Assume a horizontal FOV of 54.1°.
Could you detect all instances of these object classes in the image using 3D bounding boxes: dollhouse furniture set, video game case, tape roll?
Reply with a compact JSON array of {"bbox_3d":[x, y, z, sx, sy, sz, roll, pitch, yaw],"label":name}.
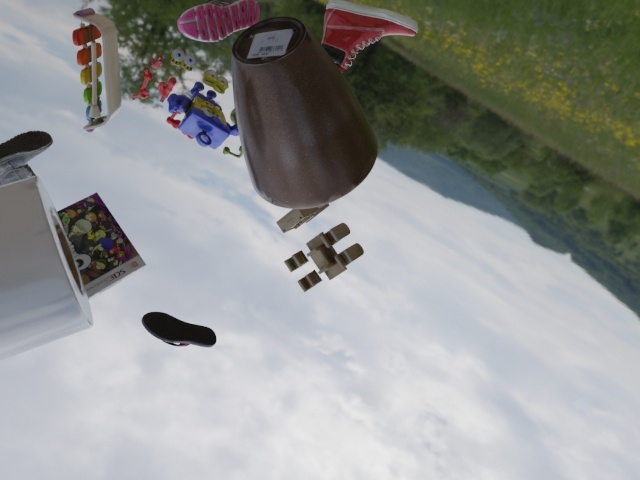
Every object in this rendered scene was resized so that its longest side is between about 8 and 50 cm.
[{"bbox_3d":[0.000,0.000,1.956,0.242,0.212,0.161,57,-148,3],"label":"dollhouse furniture set"},{"bbox_3d":[-0.590,0.023,1.569,0.210,0.042,0.232,-33,-92,-32],"label":"video game case"},{"bbox_3d":[-0.456,0.044,0.920,0.169,0.246,0.246,-19,-145,-17],"label":"tape roll"}]

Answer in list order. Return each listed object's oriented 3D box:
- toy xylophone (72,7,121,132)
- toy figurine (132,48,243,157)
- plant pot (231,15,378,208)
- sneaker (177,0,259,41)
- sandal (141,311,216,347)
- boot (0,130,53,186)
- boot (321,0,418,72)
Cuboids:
[{"bbox_3d":[-0.595,-0.445,1.658,0.081,0.323,0.236,3,-163,-3],"label":"toy xylophone"},{"bbox_3d":[-0.277,-0.270,1.531,0.362,0.191,0.217,30,-149,-34],"label":"toy figurine"},{"bbox_3d":[-0.041,-0.201,0.931,0.215,0.215,0.230,40,163,37],"label":"plant pot"},{"bbox_3d":[-0.188,-0.387,1.098,0.074,0.063,0.170,16,-144,39],"label":"sneaker"},{"bbox_3d":[-0.301,0.198,1.323,0.179,0.040,0.067,24,-143,-40],"label":"sandal"},{"bbox_3d":[-0.783,-0.188,1.684,0.208,0.189,0.076,88,159,-57],"label":"boot"},{"bbox_3d":[0.121,-0.511,1.623,0.244,0.176,0.088,12,-171,3],"label":"boot"}]
